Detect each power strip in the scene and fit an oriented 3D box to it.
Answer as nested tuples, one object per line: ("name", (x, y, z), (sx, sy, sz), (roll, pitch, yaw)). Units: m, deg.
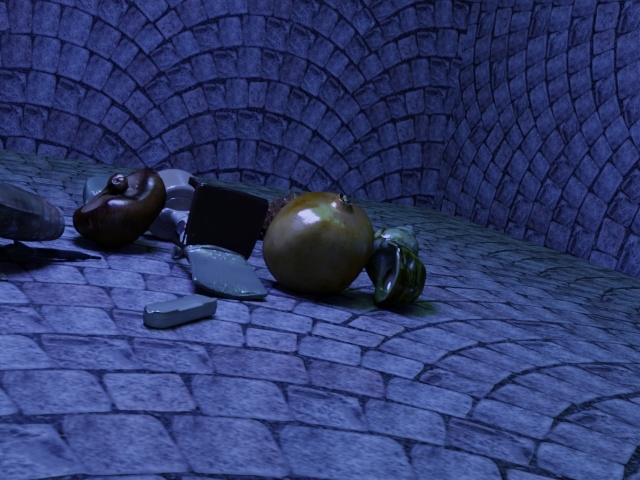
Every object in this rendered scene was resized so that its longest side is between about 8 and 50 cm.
("power strip", (-0.224, 0.112, 1.308), (0.047, 0.030, 0.191), (13, 9, 25))

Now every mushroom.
("mushroom", (-0.440, -0.065, 1.791), (0.194, 0.138, 0.231), (-32, 11, 46))

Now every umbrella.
("umbrella", (-0.531, 0.029, 1.525), (0.044, 0.044, 0.269), (-16, -19, 37))

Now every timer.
("timer", (-0.320, -0.034, 1.901), (0.175, 0.175, 0.266), (5, 29, -33))

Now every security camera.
("security camera", (-0.550, -0.089, 2.131), (0.157, 0.080, 0.301), (9, 18, -22))

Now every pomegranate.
("pomegranate", (-0.002, 0.007, 1.674), (0.233, 0.233, 0.233), (10, 8, -1))

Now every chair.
("chair", (-0.197, -0.013, 1.633), (0.160, 0.186, 0.319), (16, 6, -22))

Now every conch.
("conch", (0.163, 0.050, 1.712), (0.124, 0.182, 0.187), (1, -15, -18))

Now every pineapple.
("pineapple", (-0.157, -0.064, 2.248), (0.364, 0.166, 0.165), (6, 3, 43))

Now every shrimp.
("shrimp", (-0.597, -0.069, 1.389), (0.221, 0.110, 0.446), (14, -8, 7))

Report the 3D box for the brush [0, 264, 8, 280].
("brush", (-0.549, 0.054, 1.377), (0.016, 0.013, 0.083), (7, 10, -32))
